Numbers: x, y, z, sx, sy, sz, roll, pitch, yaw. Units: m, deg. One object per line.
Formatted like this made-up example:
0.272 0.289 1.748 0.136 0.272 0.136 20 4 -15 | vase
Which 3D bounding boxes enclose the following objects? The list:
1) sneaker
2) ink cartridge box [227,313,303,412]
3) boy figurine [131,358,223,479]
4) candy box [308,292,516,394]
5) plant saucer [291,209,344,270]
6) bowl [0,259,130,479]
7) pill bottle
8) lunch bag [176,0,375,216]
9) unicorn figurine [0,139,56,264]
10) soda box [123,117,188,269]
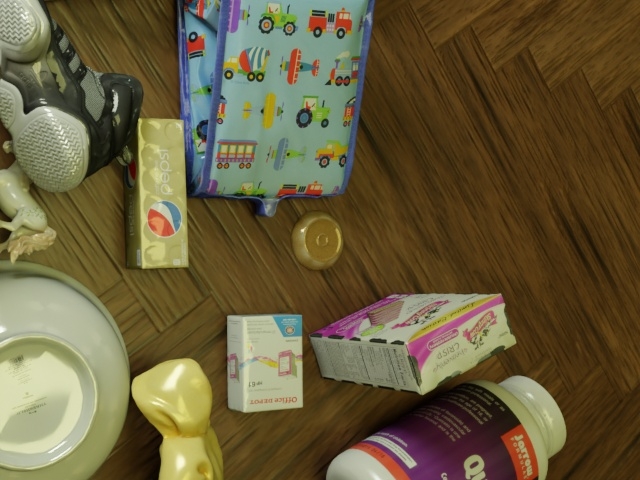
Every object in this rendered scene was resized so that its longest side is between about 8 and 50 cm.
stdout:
-0.292 -0.194 1.075 0.153 0.101 0.269 -27 101 -57 | sneaker
-0.071 0.157 1.233 0.088 0.052 0.122 0 89 -31 | ink cartridge box
-0.160 0.282 1.115 0.092 0.177 0.285 -6 101 8 | boy figurine
0.112 0.126 1.237 0.159 0.233 0.071 -23 100 -30 | candy box
0.000 0.000 1.303 0.083 0.015 0.083 1 88 -30 | plant saucer
-0.327 0.168 1.036 0.298 0.134 0.298 1 88 -31 | bowl
0.178 0.307 1.298 0.323 0.181 0.181 -24 100 -29 | pill bottle
-0.059 -0.175 1.224 0.221 0.138 0.293 -3 98 -33 | lunch bag
-0.349 -0.051 1.071 0.111 0.060 0.162 -24 85 -38 | unicorn figurine
-0.201 -0.056 1.163 0.061 0.058 0.181 -1 89 -30 | soda box
